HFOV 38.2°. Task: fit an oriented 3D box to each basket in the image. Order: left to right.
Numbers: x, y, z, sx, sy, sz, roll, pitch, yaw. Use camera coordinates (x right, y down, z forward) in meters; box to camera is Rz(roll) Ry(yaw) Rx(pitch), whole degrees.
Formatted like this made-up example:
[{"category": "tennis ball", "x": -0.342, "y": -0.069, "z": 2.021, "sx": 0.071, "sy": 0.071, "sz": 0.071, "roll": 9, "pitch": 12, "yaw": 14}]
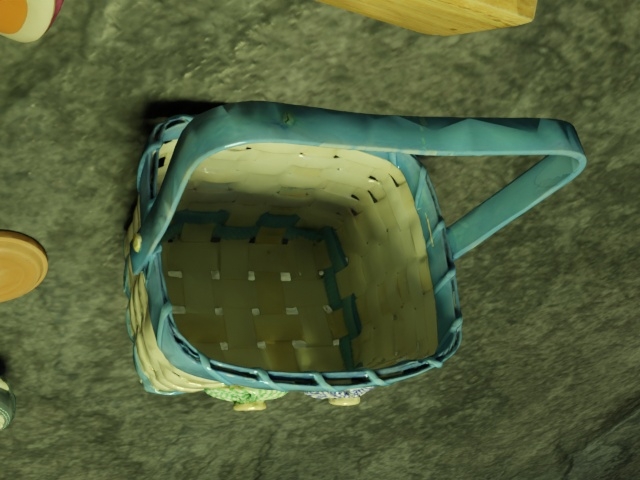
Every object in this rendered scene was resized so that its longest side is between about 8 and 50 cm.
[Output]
[{"category": "basket", "x": 0.000, "y": 0.000, "z": 0.615, "sx": 0.255, "sy": 0.201, "sz": 0.289, "roll": 0, "pitch": 151, "yaw": -26}]

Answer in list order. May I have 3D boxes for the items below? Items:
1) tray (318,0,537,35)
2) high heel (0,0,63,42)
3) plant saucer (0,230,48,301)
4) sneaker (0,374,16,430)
[{"category": "tray", "x": -0.096, "y": -0.209, "z": 0.267, "sx": 0.411, "sy": 0.202, "sz": 0.076, "roll": 9, "pitch": -178, "yaw": -31}, {"category": "high heel", "x": -0.139, "y": -0.192, "z": 0.422, "sx": 0.082, "sy": 0.117, "sz": 0.244, "roll": 20, "pitch": 157, "yaw": 2}, {"category": "plant saucer", "x": -0.247, "y": 0.023, "z": 0.691, "sx": 0.084, "sy": 0.013, "sz": 0.083, "roll": -13, "pitch": 146, "yaw": -9}, {"category": "sneaker", "x": -0.381, "y": 0.159, "z": 0.715, "sx": 0.283, "sy": 0.122, "sz": 0.110, "roll": 1, "pitch": 141, "yaw": -28}]
